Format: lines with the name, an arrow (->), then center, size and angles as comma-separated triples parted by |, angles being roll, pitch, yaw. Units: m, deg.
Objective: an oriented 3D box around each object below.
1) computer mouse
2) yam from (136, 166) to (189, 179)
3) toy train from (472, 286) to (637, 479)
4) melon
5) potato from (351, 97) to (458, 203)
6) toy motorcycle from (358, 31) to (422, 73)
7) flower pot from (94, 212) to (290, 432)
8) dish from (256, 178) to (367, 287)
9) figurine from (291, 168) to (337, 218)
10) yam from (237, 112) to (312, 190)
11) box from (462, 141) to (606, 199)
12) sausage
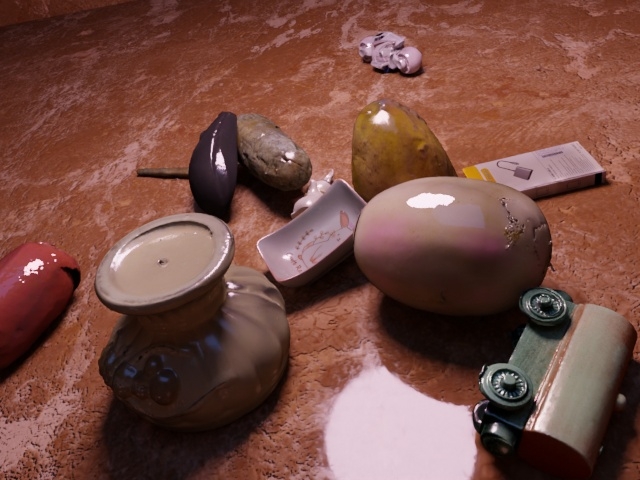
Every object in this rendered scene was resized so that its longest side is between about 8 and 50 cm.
computer mouse -> -0.247, -0.177, 1.469 | 0.086, 0.137, 0.270 | 16, 52, -27
yam -> -0.362, -0.168, 1.632 | 0.234, 0.029, 0.027 | 2, 12, 23
toy train -> 0.319, 0.182, 0.878 | 0.177, 0.116, 0.285 | 22, 48, 23
melon -> 0.208, 0.007, 1.041 | 0.317, 0.223, 0.223 | 8, 42, 28
potato -> 0.150, -0.136, 1.223 | 0.229, 0.266, 0.229 | -12, 38, 9
toy motorcycle -> 0.195, -0.544, 1.873 | 0.112, 0.112, 0.254 | -29, 38, -20
flower pot -> -0.210, 0.115, 1.022 | 0.307, 0.244, 0.307 | -10, 36, 7
dish -> 0.000, 0.000, 1.210 | 0.212, 0.077, 0.151 | -38, 38, 0
figurine -> -0.018, -0.090, 1.364 | 0.098, 0.081, 0.146 | -3, 38, 15
yam -> -0.111, -0.195, 1.466 | 0.133, 0.133, 0.330 | -25, 29, -15
box -> 0.422, -0.131, 1.314 | 0.247, 0.033, 0.129 | -13, 37, 2
sausage -> -0.565, 0.116, 1.220 | 0.152, 0.152, 0.280 | 8, 44, 27
